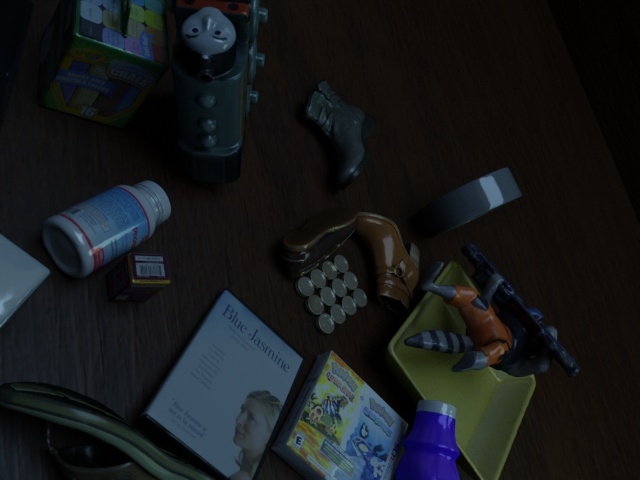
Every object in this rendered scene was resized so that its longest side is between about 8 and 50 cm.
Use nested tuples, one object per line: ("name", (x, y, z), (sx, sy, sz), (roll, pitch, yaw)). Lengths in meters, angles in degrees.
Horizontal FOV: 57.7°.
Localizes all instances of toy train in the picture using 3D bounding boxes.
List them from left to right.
("toy train", (-0.157, -0.233, 0.866), (0.142, 0.334, 0.190), (5, 63, -8))

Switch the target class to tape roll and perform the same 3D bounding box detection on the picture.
("tape roll", (0.333, -0.083, 1.300), (0.219, 0.219, 0.072), (-20, 82, -47))

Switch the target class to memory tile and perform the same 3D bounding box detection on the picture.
("memory tile", (0.021, 0.095, 1.063), (0.148, 0.012, 0.113), (-29, 89, -47))

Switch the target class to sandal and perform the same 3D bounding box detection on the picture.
("sandal", (-0.236, 0.255, 0.666), (0.302, 0.120, 0.086), (42, 67, -22))

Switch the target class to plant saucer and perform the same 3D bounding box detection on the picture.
("plant saucer", (0.272, 0.257, 1.159), (0.333, 0.081, 0.333), (54, 43, -4))

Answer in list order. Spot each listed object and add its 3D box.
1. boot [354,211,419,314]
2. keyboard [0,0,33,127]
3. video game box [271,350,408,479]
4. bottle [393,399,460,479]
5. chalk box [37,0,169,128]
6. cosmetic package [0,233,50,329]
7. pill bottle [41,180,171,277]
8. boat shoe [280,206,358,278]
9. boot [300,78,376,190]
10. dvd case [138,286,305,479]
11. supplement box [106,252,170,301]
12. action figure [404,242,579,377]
("boot", (0.123, 0.044, 1.145), (0.197, 0.073, 0.152), (32, 53, -23))
("keyboard", (-0.503, -0.255, 0.752), (0.201, 0.033, 0.317), (25, 52, -40))
("video game box", (0.041, 0.315, 0.936), (0.205, 0.048, 0.187), (46, 42, -15))
("bottle", (0.165, 0.401, 0.921), (0.092, 0.118, 0.283), (21, 64, -14))
("chalk box", (-0.299, -0.281, 0.822), (0.132, 0.213, 0.133), (12, 60, -39))
("cosmetic package", (-0.412, 0.051, 0.579), (0.183, 0.151, 0.151), (43, 46, -17))
("pill bottle", (-0.283, -0.022, 0.788), (0.087, 0.087, 0.160), (55, 43, -5))
("boat shoe", (0.000, 0.000, 1.062), (0.207, 0.073, 0.073), (-31, 128, -44))
("boot", (0.021, -0.222, 1.202), (0.161, 0.083, 0.247), (32, 43, -18))
("dvd case", (-0.124, 0.207, 0.832), (0.180, 0.022, 0.253), (44, 37, -14))
("supplement box", (-0.246, 0.051, 0.783), (0.055, 0.083, 0.043), (4, 65, -42))
("action figure", (0.304, 0.151, 1.118), (0.330, 0.178, 0.341), (24, 26, -40))
